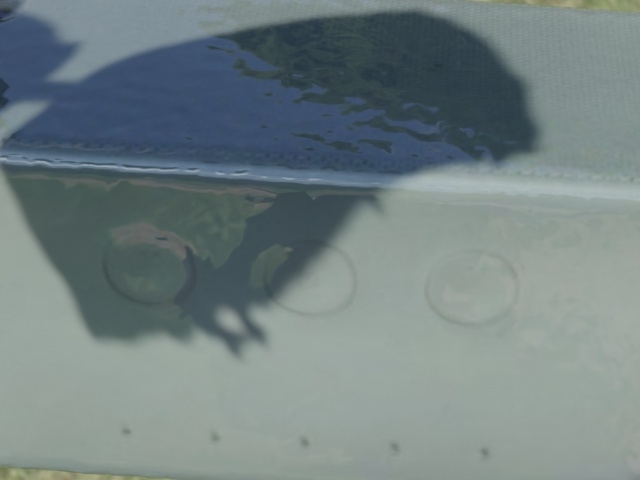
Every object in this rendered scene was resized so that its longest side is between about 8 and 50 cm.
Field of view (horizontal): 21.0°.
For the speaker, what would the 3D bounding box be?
[{"bbox_3d":[0.000,0.000,0.798,0.406,0.184,0.183,4,32,2],"label":"speaker"}]
